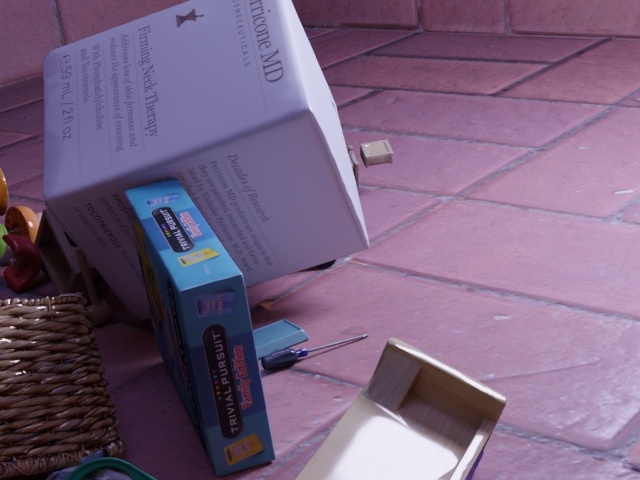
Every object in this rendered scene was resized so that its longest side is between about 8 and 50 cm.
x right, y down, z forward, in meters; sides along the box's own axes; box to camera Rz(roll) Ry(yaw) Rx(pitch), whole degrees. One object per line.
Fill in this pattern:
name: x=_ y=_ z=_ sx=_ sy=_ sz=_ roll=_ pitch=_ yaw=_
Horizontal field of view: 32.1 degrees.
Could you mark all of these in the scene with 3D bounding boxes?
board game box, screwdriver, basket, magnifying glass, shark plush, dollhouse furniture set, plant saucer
board game box: x=-0.159 y=0.097 z=1.403 sx=0.079 sy=0.253 sz=0.336 roll=-15 pitch=26 yaw=-14
screwdriver: x=-0.007 y=0.154 z=1.571 sx=0.170 sy=0.024 sz=0.025 roll=-12 pitch=-8 yaw=-30
basket: x=-0.425 y=0.210 z=1.353 sx=0.299 sy=0.223 sz=0.213 roll=-4 pitch=-23 yaw=-39
magnifying glass: x=-0.173 y=0.289 z=1.215 sx=0.231 sy=0.026 sz=0.092 roll=3 pitch=61 yaw=8
shark plush: x=-0.290 y=0.291 z=1.257 sx=0.161 sy=0.073 sz=0.067 roll=-8 pitch=51 yaw=-15
dollhouse furniture set: x=0.061 y=-0.092 z=2.132 sx=0.182 sy=0.101 sz=0.161 roll=-10 pitch=46 yaw=-9
plant saucer: x=-0.113 y=0.156 z=1.598 sx=0.192 sy=0.018 sz=0.067 roll=-20 pitch=24 yaw=-28

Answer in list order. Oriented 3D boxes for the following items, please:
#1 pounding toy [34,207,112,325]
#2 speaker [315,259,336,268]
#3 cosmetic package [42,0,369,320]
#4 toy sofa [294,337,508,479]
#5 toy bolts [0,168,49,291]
pounding toy: x=-0.369 y=0.036 z=1.796 sx=0.094 sy=0.206 sz=0.181 roll=-20 pitch=-19 yaw=-30
speaker: x=0.000 y=0.000 z=1.914 sx=0.055 sy=0.055 sz=0.136 roll=-7 pitch=21 yaw=0
cosmetic package: x=-0.174 y=-0.139 z=1.703 sx=0.394 sy=0.327 sz=0.329 roll=-19 pitch=50 yaw=7
toy sofa: x=0.049 y=0.270 z=1.111 sx=0.150 sy=0.177 sz=0.362 roll=26 pitch=31 yaw=13
toy bolts: x=-0.514 y=-0.032 z=1.995 sx=0.159 sy=0.218 sz=0.228 roll=-15 pitch=40 yaw=-37
